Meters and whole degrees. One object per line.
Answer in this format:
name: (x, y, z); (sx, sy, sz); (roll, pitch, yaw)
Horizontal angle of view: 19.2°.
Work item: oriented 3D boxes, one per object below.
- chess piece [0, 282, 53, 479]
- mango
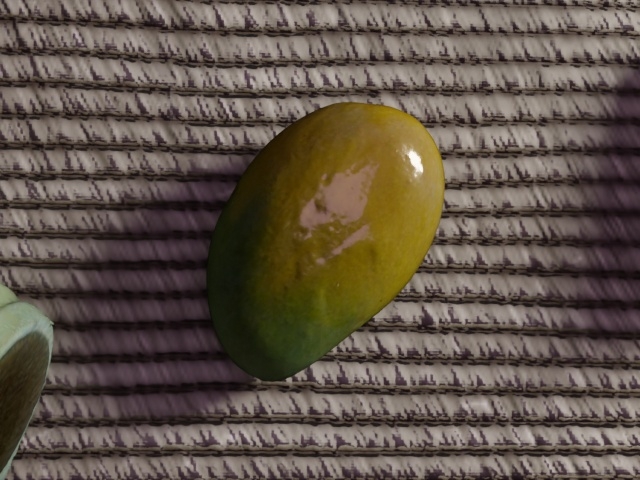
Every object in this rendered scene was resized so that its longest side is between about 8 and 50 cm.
chess piece: (-0.325, 0.055, 1.151); (0.298, 0.176, 0.176); (27, 83, 10)
mango: (0.000, 0.000, 1.211); (0.130, 0.092, 0.194); (26, 92, -6)
